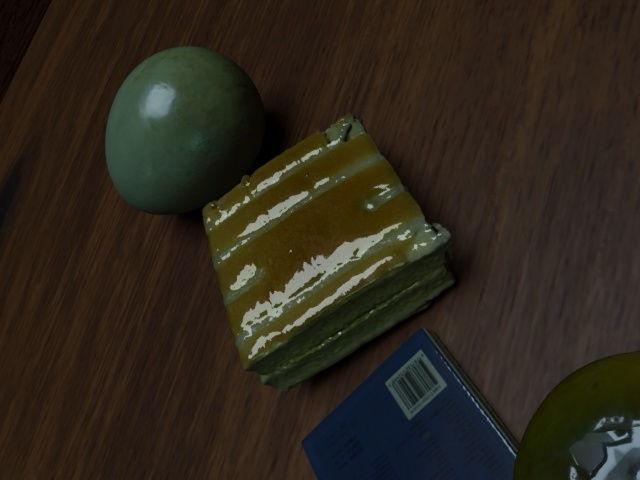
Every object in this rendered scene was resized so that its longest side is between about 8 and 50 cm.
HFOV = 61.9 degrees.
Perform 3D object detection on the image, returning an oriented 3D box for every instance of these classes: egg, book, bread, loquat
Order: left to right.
[{"bbox_3d":[-0.215,-0.154,0.816,0.295,0.218,0.218,-39,48,32],"label":"egg"},{"bbox_3d":[0.000,0.000,0.604,0.246,0.111,0.239,-32,52,10],"label":"bread"},{"bbox_3d":[0.100,0.236,0.474,0.191,0.025,0.269,-47,46,14],"label":"book"},{"bbox_3d":[0.212,0.148,0.340,0.152,0.152,0.195,39,104,45],"label":"loquat"}]
